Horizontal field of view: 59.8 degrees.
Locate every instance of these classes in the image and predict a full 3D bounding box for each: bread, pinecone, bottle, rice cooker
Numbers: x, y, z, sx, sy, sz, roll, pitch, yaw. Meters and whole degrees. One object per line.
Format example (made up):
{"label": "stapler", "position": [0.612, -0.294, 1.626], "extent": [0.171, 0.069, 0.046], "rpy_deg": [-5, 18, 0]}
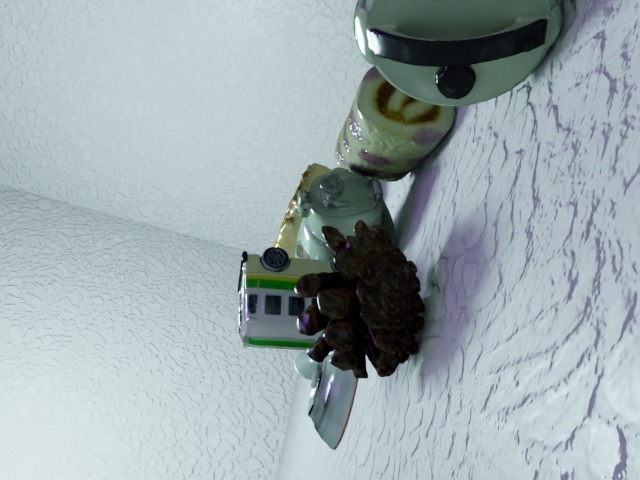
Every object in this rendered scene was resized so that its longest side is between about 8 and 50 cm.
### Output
{"label": "bread", "position": [0.000, 0.000, 1.825], "extent": [0.371, 0.279, 0.390], "rpy_deg": [-75, 2, -60]}
{"label": "pinecone", "position": [0.056, 0.095, 0.837], "extent": [0.201, 0.203, 0.228], "rpy_deg": [122, 145, -49]}
{"label": "bottle", "position": [0.055, -0.023, 1.250], "extent": [0.351, 0.229, 0.229], "rpy_deg": [96, -174, -54]}
{"label": "bread", "position": [0.139, -0.219, 1.137], "extent": [0.338, 0.187, 0.155], "rpy_deg": [127, 158, -80]}
{"label": "rice cooker", "position": [0.160, -0.290, 0.651], "extent": [0.226, 0.226, 0.244], "rpy_deg": [109, 176, -58]}

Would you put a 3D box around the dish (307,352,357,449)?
{"label": "dish", "position": [0.021, 0.361, 1.345], "extent": [0.260, 0.085, 0.260], "rpy_deg": [-164, 90, -88]}

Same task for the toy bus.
{"label": "toy bus", "position": [-0.013, 0.130, 1.121], "extent": [0.143, 0.306, 0.179], "rpy_deg": [109, 163, -53]}

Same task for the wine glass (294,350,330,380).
{"label": "wine glass", "position": [0.002, 0.279, 1.560], "extent": [0.165, 0.165, 0.196], "rpy_deg": [-78, -2, -58]}
